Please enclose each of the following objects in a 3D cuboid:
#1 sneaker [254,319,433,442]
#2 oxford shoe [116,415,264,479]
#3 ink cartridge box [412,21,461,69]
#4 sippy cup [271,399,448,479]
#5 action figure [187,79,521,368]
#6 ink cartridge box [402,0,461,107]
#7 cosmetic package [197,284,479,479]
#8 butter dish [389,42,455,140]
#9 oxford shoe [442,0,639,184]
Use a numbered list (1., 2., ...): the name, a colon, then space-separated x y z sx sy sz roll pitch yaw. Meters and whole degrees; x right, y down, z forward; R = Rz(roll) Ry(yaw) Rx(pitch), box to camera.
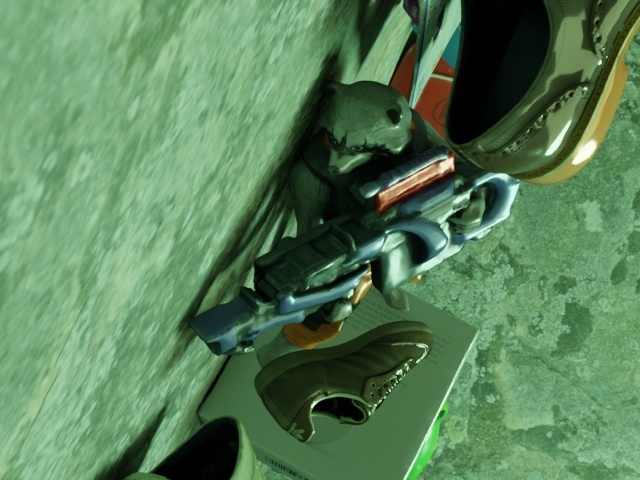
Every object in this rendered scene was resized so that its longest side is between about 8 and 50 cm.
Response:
1. sneaker: 0.032 0.123 0.922 0.188 0.071 0.066 -12 150 -36
2. oxford shoe: -0.155 0.254 0.798 0.397 0.140 0.147 -37 124 -67
3. ink cartridge box: 0.267 -0.313 1.136 0.223 0.129 0.307 -53 -168 -30
4. sippy cup: 0.024 0.267 1.644 0.224 0.240 0.305 7 124 -47
5. action figure: 0.000 0.000 0.950 0.341 0.178 0.330 -23 146 -30
6. ink cartridge box: 0.132 -0.294 0.887 0.330 0.071 0.324 -58 174 -5
7. cosmetic package: 0.019 0.155 1.195 0.225 0.224 0.138 -60 174 -16
8. butter dish: 0.155 -0.192 1.334 0.118 0.159 0.160 -90 -163 -45
9. oxford shoe: 0.187 -0.220 0.797 0.132 0.130 0.364 5 103 -49
